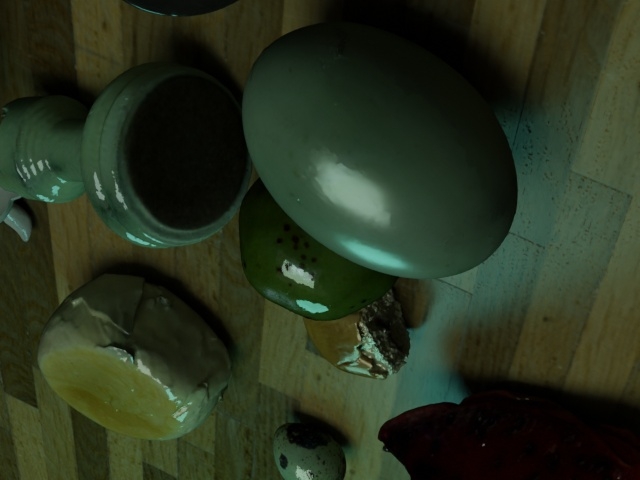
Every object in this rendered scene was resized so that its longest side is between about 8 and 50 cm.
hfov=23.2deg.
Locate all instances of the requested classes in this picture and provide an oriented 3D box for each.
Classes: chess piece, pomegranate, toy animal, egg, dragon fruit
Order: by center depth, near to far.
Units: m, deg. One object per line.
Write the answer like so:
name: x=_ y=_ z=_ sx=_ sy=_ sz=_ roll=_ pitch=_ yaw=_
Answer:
egg: x=0.055 y=-0.083 z=1.438 sx=0.283 sy=0.203 sz=0.203 roll=41 pitch=145 yaw=-5
pomegranate: x=0.000 y=0.000 z=1.631 sx=0.181 sy=0.181 sz=0.224 roll=33 pitch=167 yaw=0
chess piece: x=-0.236 y=-0.096 z=1.691 sx=0.299 sy=0.194 sz=0.194 roll=6 pitch=138 yaw=46
dragon fruit: x=0.269 y=0.290 z=1.834 sx=0.329 sy=0.228 sz=0.286 roll=41 pitch=-177 yaw=-45
toy animal: x=-0.428 y=-0.050 z=1.951 sx=0.131 sy=0.127 sz=0.181 roll=1 pitch=-174 yaw=-6
egg: x=-0.016 y=0.285 z=2.052 sx=0.110 sy=0.085 sz=0.085 roll=52 pitch=145 yaw=2

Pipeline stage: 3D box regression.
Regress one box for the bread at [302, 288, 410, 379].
bread: x=0.039 y=0.101 z=1.782 sx=0.106 sy=0.082 sz=0.125 roll=-3 pitch=135 yaw=32

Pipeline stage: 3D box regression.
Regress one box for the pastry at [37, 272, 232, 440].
pastry: x=-0.239 y=0.156 z=2.027 sx=0.265 sy=0.133 sz=0.264 roll=21 pitch=144 yaw=16

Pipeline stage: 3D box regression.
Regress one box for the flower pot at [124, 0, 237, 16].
flower pot: x=-0.150 y=-0.311 z=1.343 sx=0.148 sy=0.235 sz=0.235 roll=13 pitch=145 yaw=57
